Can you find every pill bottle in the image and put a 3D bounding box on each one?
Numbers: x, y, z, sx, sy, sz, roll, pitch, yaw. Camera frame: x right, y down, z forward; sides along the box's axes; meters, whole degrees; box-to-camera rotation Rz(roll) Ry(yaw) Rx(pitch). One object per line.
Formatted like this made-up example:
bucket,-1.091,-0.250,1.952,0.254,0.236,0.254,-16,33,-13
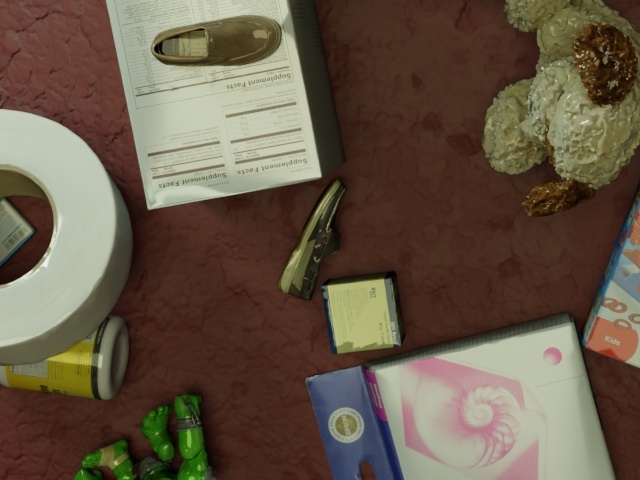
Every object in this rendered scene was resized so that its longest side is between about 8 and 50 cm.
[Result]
pill bottle,-0.328,0.129,1.801,0.184,0.103,0.103,7,98,7

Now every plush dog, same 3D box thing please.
plush dog,0.284,-0.144,1.587,0.211,0.225,0.262,9,126,3

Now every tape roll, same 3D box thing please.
tape roll,-0.363,-0.003,1.738,0.286,0.100,0.286,-2,73,5

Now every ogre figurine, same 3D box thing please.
ogre figurine,-0.201,0.279,1.813,0.197,0.097,0.118,-33,74,-4

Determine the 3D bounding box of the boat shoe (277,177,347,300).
boat shoe,0.000,0.000,1.767,0.049,0.056,0.152,26,110,-1

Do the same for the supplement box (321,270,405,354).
supplement box,0.050,0.084,1.765,0.083,0.056,0.083,-8,96,9

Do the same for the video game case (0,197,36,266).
video game case,-0.443,-0.032,1.841,0.119,0.015,0.166,-43,90,12

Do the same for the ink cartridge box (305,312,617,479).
ink cartridge box,0.176,0.280,1.770,0.330,0.071,0.324,-15,96,8

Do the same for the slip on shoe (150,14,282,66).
slip on shoe,-0.108,-0.204,1.553,0.135,0.041,0.051,-2,97,8

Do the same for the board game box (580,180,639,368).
board game box,0.487,0.026,1.681,0.308,0.086,0.301,20,100,5

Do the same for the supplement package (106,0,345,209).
supplement package,-0.102,-0.188,1.678,0.198,0.199,0.262,-10,96,10
